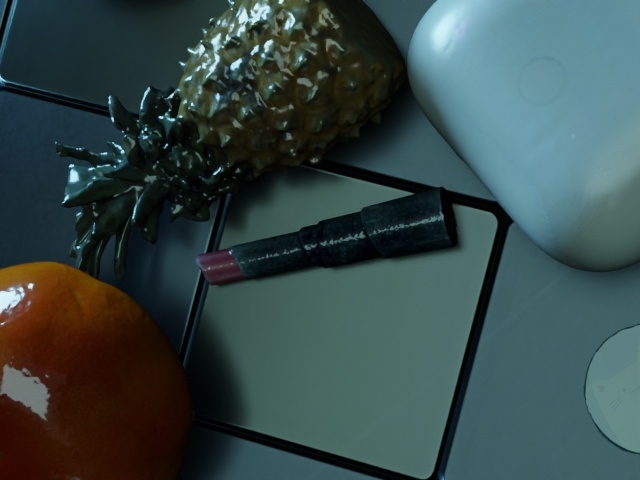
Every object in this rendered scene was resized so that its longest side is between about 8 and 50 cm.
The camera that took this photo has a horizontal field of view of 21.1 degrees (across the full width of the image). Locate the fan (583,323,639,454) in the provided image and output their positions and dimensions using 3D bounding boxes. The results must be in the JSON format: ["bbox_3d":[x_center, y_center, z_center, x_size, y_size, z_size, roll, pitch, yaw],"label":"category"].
[{"bbox_3d":[0.298,0.151,1.455,0.113,0.005,0.175,-37,78,7],"label":"fan"}]

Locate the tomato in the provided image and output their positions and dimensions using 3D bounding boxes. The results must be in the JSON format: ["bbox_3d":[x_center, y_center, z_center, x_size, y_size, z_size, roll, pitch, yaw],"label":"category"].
[{"bbox_3d":[-0.237,0.144,1.467,0.260,0.180,0.259,6,115,13],"label":"tomato"}]

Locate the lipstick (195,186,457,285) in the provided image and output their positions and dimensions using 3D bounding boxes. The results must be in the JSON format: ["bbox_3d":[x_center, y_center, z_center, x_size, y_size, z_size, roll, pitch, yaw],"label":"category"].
[{"bbox_3d":[0.000,0.000,1.511,0.234,0.053,0.053,-11,84,14],"label":"lipstick"}]

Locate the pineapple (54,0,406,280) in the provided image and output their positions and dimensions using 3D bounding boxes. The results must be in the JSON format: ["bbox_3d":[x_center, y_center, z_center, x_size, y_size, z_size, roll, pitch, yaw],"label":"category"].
[{"bbox_3d":[-0.095,-0.091,1.493,0.340,0.169,0.169,-39,79,13],"label":"pineapple"}]

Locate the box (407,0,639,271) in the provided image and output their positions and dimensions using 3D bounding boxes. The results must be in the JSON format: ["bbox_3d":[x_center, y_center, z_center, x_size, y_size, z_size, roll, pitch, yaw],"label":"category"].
[{"bbox_3d":[0.260,-0.165,1.401,0.349,0.141,0.288,-41,65,7],"label":"box"}]
